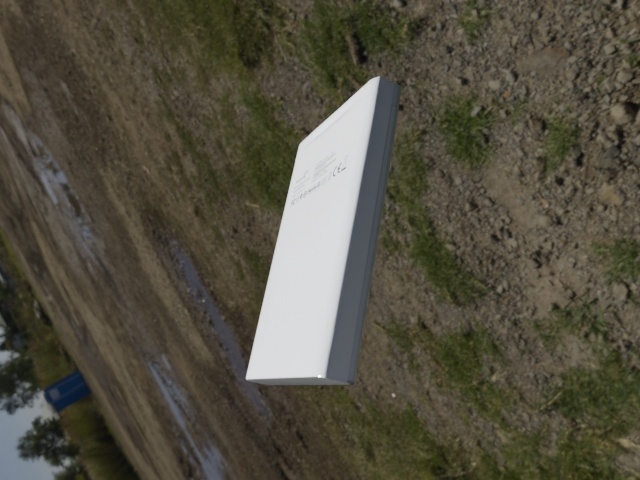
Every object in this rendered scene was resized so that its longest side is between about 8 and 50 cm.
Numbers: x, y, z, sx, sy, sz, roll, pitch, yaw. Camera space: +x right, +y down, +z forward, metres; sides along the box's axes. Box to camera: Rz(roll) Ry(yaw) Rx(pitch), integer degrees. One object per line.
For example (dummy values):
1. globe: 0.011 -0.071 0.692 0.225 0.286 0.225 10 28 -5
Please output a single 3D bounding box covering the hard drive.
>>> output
1. hard drive: 0.000 0.000 0.617 0.203 0.040 0.308 -27 48 60
